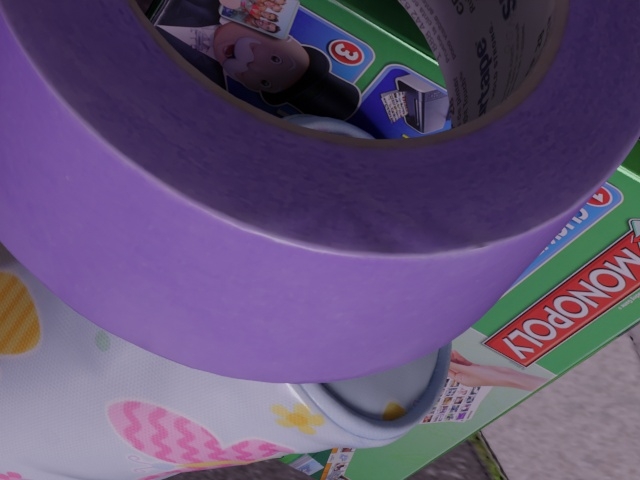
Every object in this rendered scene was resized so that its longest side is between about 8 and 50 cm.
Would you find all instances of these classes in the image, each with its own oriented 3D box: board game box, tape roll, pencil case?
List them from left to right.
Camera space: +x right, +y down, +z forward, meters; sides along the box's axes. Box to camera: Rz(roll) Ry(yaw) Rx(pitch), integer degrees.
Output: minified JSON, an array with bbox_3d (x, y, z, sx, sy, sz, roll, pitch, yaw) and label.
[{"bbox_3d":[-0.086,0.043,0.619,0.273,0.114,0.124,-18,159,35],"label":"pencil case"},{"bbox_3d":[-0.007,-0.062,0.466,0.189,0.189,0.080,26,148,-6],"label":"tape roll"},{"bbox_3d":[0.000,0.000,0.685,0.213,0.046,0.317,28,147,-11],"label":"board game box"}]
